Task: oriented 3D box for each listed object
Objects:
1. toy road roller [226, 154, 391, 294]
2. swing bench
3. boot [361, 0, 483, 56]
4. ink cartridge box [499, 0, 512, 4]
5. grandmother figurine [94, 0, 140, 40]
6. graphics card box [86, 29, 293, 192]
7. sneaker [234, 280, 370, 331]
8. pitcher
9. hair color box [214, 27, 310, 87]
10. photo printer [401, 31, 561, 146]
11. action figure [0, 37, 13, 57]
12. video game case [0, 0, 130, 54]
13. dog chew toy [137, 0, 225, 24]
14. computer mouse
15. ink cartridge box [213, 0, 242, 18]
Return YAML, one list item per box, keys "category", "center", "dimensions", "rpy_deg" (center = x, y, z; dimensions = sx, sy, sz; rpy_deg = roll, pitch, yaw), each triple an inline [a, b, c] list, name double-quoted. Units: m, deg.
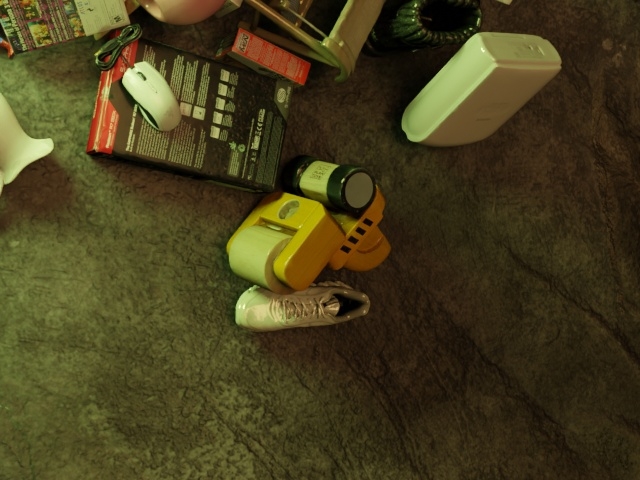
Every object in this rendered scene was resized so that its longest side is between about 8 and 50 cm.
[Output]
- category: "toy road roller"
  center: [0.000, 0.000, 1.729]
  dimensions: [0.329, 0.203, 0.240]
  rpy_deg: [-50, 126, -17]
- category: "swing bench"
  center: [0.008, -0.493, 1.691]
  dimensions: [0.255, 0.165, 0.253]
  rpy_deg: [27, 80, -7]
- category: "boot"
  center: [0.270, -0.488, 1.829]
  dimensions: [0.348, 0.260, 0.131]
  rpy_deg: [-29, 104, -25]
- category: "ink cartridge box"
  center: [0.258, -0.627, 1.819]
  dimensions: [0.261, 0.296, 0.066]
  rpy_deg: [8, 127, -29]
- category: "grandmother figurine"
  center: [-0.460, -0.540, 1.518]
  dimensions: [0.208, 0.104, 0.342]
  rpy_deg: [-48, 113, -20]
- category: "graphics card box"
  center: [-0.246, -0.238, 1.645]
  dimensions: [0.371, 0.094, 0.232]
  rpy_deg: [11, 85, -28]
- category: "sneaker"
  center: [-0.033, 0.134, 1.757]
  dimensions: [0.292, 0.118, 0.110]
  rpy_deg: [-5, 95, -27]
- category: "pitcher"
  center: [-0.589, -0.174, 1.445]
  dimensions: [0.177, 0.125, 0.207]
  rpy_deg: [-53, 125, -16]
- category: "hair color box"
  center: [-0.116, -0.361, 1.714]
  dimensions: [0.167, 0.093, 0.053]
  rpy_deg: [23, 80, -27]
- category: "photo printer"
  center: [0.338, -0.314, 1.853]
  dimensions: [0.256, 0.307, 0.107]
  rpy_deg: [-8, 64, -41]
- category: "action figure"
  center: [-0.593, -0.354, 1.482]
  dimensions: [0.115, 0.038, 0.030]
  rpy_deg: [26, 83, -28]
- category: "video game case"
  center: [-0.446, -0.436, 1.416]
  dimensions: [0.210, 0.041, 0.232]
  rpy_deg: [-19, 142, -10]
- category: "dog chew toy"
  center: [-0.197, -0.539, 1.508]
  dimensions: [0.332, 0.207, 0.206]
  rpy_deg: [-47, 112, -11]
- category: "computer mouse"
  center: [-0.313, -0.284, 1.531]
  dimensions: [0.106, 0.042, 0.193]
  rpy_deg: [-44, 110, -22]
- category: "ink cartridge box"
  center: [-0.182, -0.510, 1.663]
  dimensions: [0.067, 0.115, 0.198]
  rpy_deg: [29, 78, -26]
